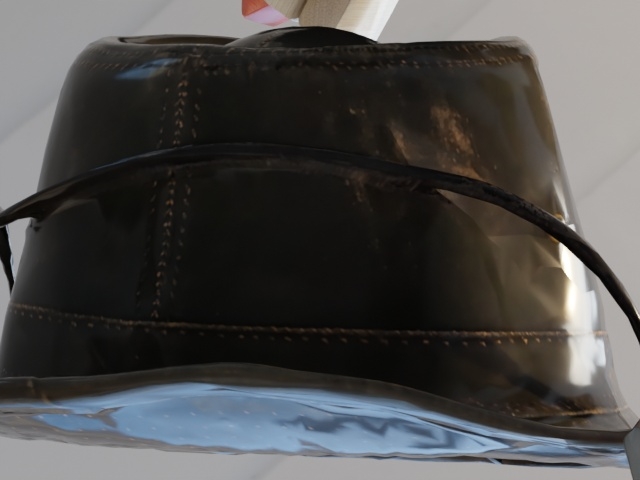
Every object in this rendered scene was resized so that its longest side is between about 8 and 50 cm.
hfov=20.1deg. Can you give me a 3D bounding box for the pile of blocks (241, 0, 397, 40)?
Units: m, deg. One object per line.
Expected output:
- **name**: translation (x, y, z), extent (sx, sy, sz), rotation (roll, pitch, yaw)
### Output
- **pile of blocks**: translation (-0.023, -0.185, 0.940), extent (0.149, 0.362, 0.112), rotation (26, -71, -7)

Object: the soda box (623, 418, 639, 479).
- **soda box**: translation (0.196, 0.073, 0.340), extent (0.263, 0.092, 0.083), rotation (21, -150, -14)

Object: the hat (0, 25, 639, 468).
- **hat**: translation (0.000, 0.000, 0.538), extent (0.331, 0.331, 0.133), rotation (3, -97, -14)
